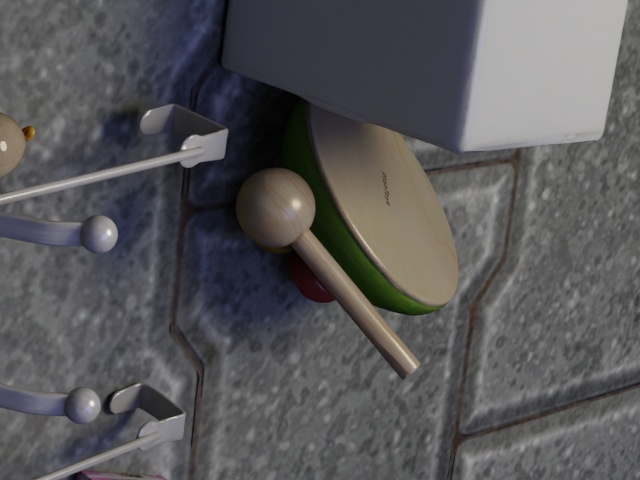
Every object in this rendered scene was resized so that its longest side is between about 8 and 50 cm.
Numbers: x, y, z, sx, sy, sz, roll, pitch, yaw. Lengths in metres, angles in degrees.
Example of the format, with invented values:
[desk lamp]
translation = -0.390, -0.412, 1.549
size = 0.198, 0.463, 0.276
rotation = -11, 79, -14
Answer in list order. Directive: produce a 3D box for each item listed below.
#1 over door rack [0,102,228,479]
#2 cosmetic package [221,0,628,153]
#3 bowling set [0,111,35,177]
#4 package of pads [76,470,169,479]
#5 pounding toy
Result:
[over door rack]
translation = -0.154, 0.069, 1.150
size = 0.324, 0.108, 0.240
rotation = -29, 135, -56
[cosmetic package]
translation = 0.093, -0.306, 1.227
size = 0.161, 0.230, 0.453
rotation = -7, 112, -45
[bowling set]
translation = -0.309, -0.080, 0.963
size = 0.287, 0.154, 0.200
rotation = -34, 129, -32
[package of pads]
translation = -0.143, 0.192, 1.343
size = 0.083, 0.032, 0.050
rotation = 12, 101, -48
[pounding toy]
translation = 0.000, 0.000, 1.342
size = 0.183, 0.110, 0.237
rotation = 54, 24, -12
